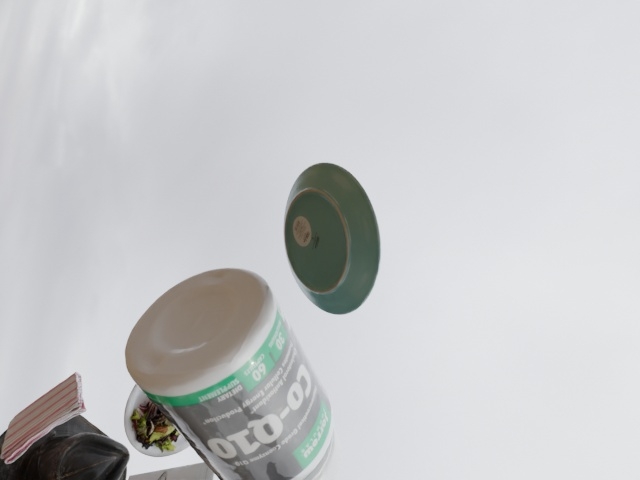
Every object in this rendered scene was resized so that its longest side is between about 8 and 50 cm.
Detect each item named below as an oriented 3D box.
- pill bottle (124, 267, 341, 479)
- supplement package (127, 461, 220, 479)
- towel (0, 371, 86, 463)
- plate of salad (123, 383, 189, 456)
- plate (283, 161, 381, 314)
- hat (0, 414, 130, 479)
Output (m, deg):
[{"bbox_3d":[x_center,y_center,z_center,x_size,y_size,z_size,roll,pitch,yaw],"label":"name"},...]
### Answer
[{"bbox_3d":[-0.100,0.231,0.709,0.204,0.360,0.204,-15,-144,11],"label":"pill bottle"},{"bbox_3d":[-0.279,0.512,0.935,0.105,0.180,0.105,-99,178,-65],"label":"supplement package"},{"bbox_3d":[-0.505,0.320,0.900,0.029,0.144,0.197,60,-23,-15],"label":"towel"},{"bbox_3d":[-0.268,0.313,0.921,0.048,0.200,0.199,10,-93,45],"label":"plate of salad"},{"bbox_3d":[0.000,0.000,0.592,0.188,0.024,0.188,16,-70,50],"label":"plate"},{"bbox_3d":[-0.488,0.469,0.998,0.134,0.331,0.331,-32,-125,13],"label":"hat"}]
